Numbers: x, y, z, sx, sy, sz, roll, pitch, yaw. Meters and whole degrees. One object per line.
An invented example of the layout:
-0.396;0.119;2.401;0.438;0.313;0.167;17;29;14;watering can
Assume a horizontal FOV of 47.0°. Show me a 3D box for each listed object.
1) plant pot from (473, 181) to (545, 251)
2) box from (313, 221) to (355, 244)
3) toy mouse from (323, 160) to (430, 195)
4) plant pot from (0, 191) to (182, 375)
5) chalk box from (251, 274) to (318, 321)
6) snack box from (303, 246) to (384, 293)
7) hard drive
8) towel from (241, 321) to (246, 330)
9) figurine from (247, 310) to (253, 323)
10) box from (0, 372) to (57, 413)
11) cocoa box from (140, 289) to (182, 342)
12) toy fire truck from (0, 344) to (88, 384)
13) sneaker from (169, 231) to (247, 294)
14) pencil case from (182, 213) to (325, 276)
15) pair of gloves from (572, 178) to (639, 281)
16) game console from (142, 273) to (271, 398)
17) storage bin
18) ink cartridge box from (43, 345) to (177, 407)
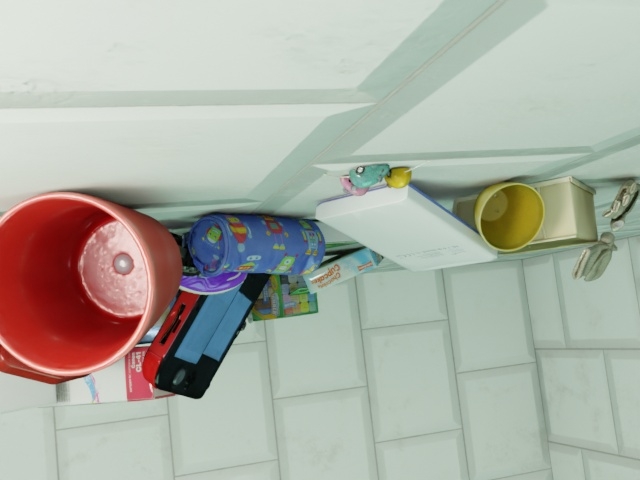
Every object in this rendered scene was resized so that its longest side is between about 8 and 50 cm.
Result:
0.350;-0.057;1.423;0.134;0.134;0.095;-5;-161;-11;plant pot
0.000;0.000;1.807;0.232;0.058;0.322;-4;172;-24;box
0.071;-0.093;1.164;0.143;0.031;0.161;-3;173;-26;toy mouse
-0.350;0.053;1.162;0.275;0.275;0.243;-7;-176;9;plant pot
-0.095;0.159;2.141;0.132;0.132;0.213;-3;174;-37;chalk box
0.076;0.062;1.991;0.187;0.060;0.322;-24;180;12;snack box
0.173;-0.017;1.432;0.210;0.040;0.318;-11;152;40;hard drive
-0.366;0.192;2.113;0.235;0.121;0.284;-9;150;14;towel
-0.262;0.159;2.276;0.215;0.209;0.092;-8;174;14;figurine
-0.737;0.212;1.668;0.215;0.345;0.168;-11;172;40;box
-0.497;0.147;1.826;0.347;0.231;0.228;-6;173;3;cocoa box
-0.526;0.117;1.306;0.169;0.302;0.254;-36;162;33;toy fire truck
-0.282;0.038;1.477;0.293;0.102;0.146;11;163;-14;sneaker
-0.127;0.015;1.485;0.306;0.119;0.133;1;129;-50;pencil case
0.626;-0.016;1.581;0.042;0.240;0.204;31;-166;27;pair of gloves
-0.249;0.184;1.729;0.060;0.386;0.342;25;169;21;game console
0.446;-0.042;1.596;0.260;0.123;0.262;-9;173;29;storage bin
-0.497;0.326;1.791;0.306;0.131;0.226;-5;173;12;ink cartridge box
